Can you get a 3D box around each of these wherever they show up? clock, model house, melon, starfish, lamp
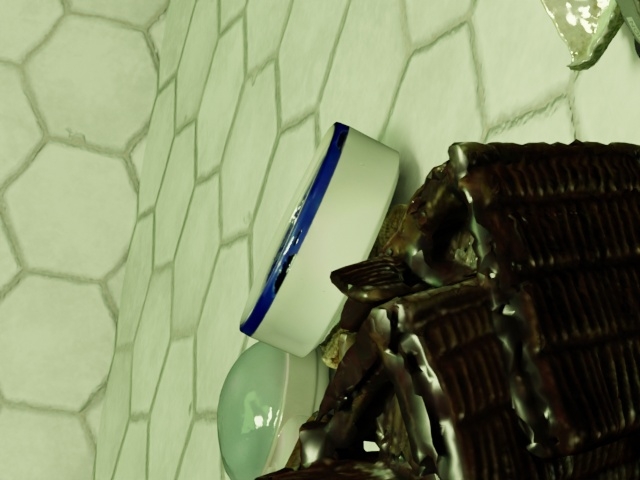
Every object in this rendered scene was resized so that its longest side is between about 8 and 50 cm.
[{"bbox_3d":[0.000,0.000,1.465,0.230,0.083,0.230,-157,90,-86],"label":"clock"},{"bbox_3d":[0.075,0.071,0.915,0.297,0.317,0.282,26,115,46],"label":"model house"},{"bbox_3d":[0.200,-0.225,1.044,0.139,0.093,0.202,133,151,-58],"label":"melon"},{"bbox_3d":[0.052,0.044,1.420,0.209,0.053,0.150,132,140,-55],"label":"starfish"},{"bbox_3d":[-0.053,0.199,1.560,0.246,0.108,0.179,-106,28,-54],"label":"lamp"}]

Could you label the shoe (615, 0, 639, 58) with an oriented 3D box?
[{"bbox_3d":[0.226,-0.149,0.911,0.125,0.099,0.227,-57,21,32],"label":"shoe"}]
